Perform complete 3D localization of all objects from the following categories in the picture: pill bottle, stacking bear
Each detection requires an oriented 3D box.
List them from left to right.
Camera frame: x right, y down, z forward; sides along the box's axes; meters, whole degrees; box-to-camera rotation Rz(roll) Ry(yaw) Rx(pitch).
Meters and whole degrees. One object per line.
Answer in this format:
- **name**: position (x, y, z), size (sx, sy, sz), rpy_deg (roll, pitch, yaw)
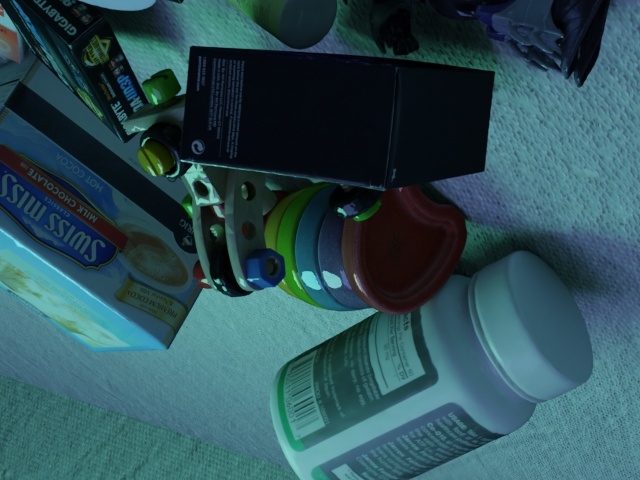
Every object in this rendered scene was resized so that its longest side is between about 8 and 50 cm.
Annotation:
- **stacking bear**: position (0.000, 0.000, 1.605), size (0.289, 0.164, 0.175), rpy_deg (4, 151, 49)
- **pill bottle**: position (0.132, 0.166, 1.623), size (0.361, 0.204, 0.204), rpy_deg (-30, 129, 29)

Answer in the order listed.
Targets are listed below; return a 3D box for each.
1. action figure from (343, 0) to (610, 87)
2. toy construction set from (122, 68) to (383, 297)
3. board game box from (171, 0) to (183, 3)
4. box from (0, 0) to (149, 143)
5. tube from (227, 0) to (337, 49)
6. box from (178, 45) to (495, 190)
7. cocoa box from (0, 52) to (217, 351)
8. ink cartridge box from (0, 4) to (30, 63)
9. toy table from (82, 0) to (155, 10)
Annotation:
- **action figure**: position (0.088, -0.209, 1.082), size (0.285, 0.099, 0.185), rpy_deg (23, 173, 17)
- **toy construction set**: position (-0.097, -0.109, 1.432), size (0.237, 0.257, 0.309), rpy_deg (53, 167, -22)
- **board game box**: position (-0.222, -0.293, 1.278), size (0.186, 0.026, 0.126), rpy_deg (21, 160, 29)
- **box**: position (-0.268, -0.215, 1.405), size (0.175, 0.051, 0.220), rpy_deg (44, 169, 19)
- **tube**: position (-0.079, -0.242, 1.172), size (0.240, 0.062, 0.070), rpy_deg (39, 131, 41)
- **box**: position (0.024, -0.109, 1.156), size (0.184, 0.103, 0.261), rpy_deg (12, -170, 22)
- **cocoa box**: position (-0.320, -0.038, 1.717), size (0.347, 0.228, 0.231), rpy_deg (39, 155, -25)
- **ink cartridge box**: position (-0.416, -0.282, 1.524), size (0.179, 0.045, 0.145), rpy_deg (21, 159, 0)
- **toy table**: position (-0.217, -0.320, 1.049), size (0.274, 0.161, 0.252), rpy_deg (36, 156, -30)
